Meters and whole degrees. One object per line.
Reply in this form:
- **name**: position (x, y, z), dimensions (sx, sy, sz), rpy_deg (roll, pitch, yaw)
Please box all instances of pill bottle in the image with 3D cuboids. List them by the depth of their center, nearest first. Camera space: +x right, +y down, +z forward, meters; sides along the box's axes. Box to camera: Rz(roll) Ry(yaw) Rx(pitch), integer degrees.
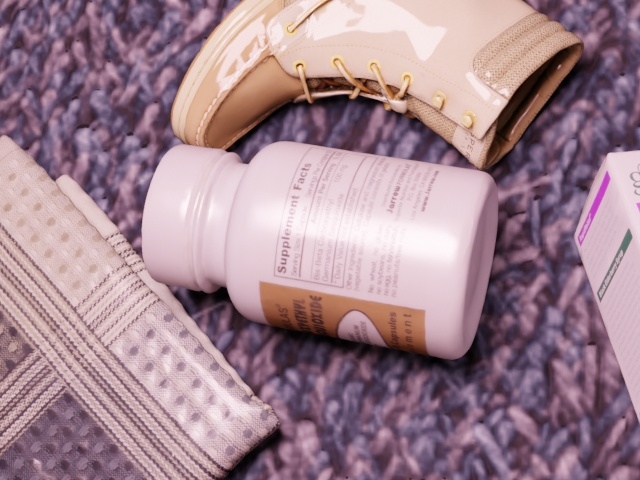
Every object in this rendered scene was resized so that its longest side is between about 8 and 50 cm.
- **pill bottle**: position (0.000, 0.000, 0.946), dimensions (0.229, 0.131, 0.131), rpy_deg (10, 76, 15)

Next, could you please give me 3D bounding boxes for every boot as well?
- **boot**: position (0.039, -0.114, 0.994), dimensions (0.262, 0.095, 0.203), rpy_deg (-42, 71, -7)

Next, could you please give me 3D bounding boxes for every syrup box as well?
- **syrup box**: position (0.246, 0.057, 0.857), dimensions (0.093, 0.096, 0.237), rpy_deg (-5, 56, -10)

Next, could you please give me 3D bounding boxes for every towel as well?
- **towel**: position (-0.241, 0.125, 1.010), dimensions (0.312, 0.056, 0.324), rpy_deg (-44, 72, 0)
